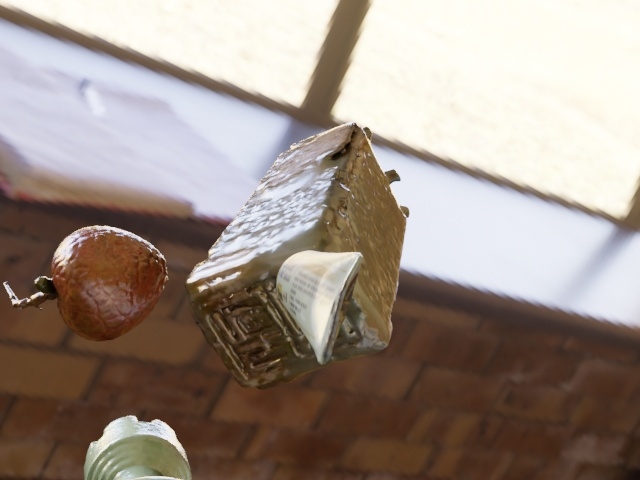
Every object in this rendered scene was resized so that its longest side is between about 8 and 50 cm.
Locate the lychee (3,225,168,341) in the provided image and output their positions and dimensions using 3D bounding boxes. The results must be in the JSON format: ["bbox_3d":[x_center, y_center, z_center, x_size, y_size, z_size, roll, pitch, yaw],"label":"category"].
[{"bbox_3d":[-0.206,0.044,1.393,0.101,0.140,0.114,56,-2,-3],"label":"lychee"}]

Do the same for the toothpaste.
[{"bbox_3d":[-0.003,0.034,0.998,0.037,0.067,0.255,20,0,-7],"label":"toothpaste"}]

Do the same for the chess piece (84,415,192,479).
[{"bbox_3d":[-0.191,0.302,1.684,0.194,0.195,0.299,25,11,-16],"label":"chess piece"}]

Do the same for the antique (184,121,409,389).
[{"bbox_3d":[0.000,0.000,1.432,0.125,0.150,0.284,60,28,-22],"label":"antique"}]
